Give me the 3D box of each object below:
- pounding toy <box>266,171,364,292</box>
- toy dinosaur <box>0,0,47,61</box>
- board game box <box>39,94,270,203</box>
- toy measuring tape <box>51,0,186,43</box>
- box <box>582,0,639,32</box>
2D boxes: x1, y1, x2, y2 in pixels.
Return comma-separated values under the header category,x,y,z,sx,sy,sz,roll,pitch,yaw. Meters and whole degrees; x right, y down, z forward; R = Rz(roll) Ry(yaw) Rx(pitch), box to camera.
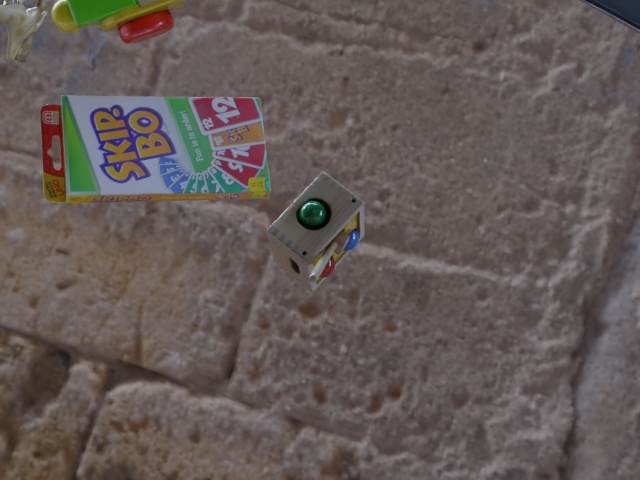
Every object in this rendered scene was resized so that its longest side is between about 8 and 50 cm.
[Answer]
category,x,y,z,sx,sy,sz,roll,pitch,yaw
pounding toy,0.000,0.000,1.233,0.100,0.130,0.141,38,-16,16
toy dinosaur,-0.298,-0.224,0.954,0.053,0.093,0.183,20,-5,-3
board game box,-0.192,-0.107,1.123,0.259,0.124,0.039,-3,-16,-16
toy measuring tape,-0.165,-0.318,1.152,0.330,0.122,0.121,-19,-19,4
box,0.307,-0.436,1.204,0.293,0.212,0.395,13,26,-39
